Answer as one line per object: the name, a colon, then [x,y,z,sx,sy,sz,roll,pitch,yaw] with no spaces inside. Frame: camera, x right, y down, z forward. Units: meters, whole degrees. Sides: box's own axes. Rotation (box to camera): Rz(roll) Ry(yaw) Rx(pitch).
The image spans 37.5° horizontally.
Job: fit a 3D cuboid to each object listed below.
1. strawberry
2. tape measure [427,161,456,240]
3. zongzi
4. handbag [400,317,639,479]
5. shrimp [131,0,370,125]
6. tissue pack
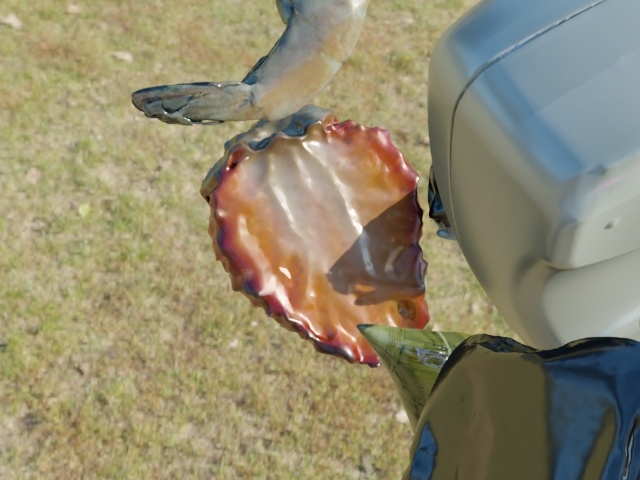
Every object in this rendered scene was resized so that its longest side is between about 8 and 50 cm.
strawberry: [0.000,0.000,1.185,0.265,0.336,0.149,-30,4,-13]
tape measure: [0.227,-0.069,1.150,0.182,0.107,0.181,9,49,38]
zongzi: [0.066,0.115,0.704,0.113,0.104,0.052,8,12,-22]
handbag: [0.088,0.194,0.485,0.075,0.332,0.192,23,-12,-20]
shrimp: [-0.083,-0.143,0.499,0.219,0.152,0.046,21,4,-14]
tissue pack: [0.208,-0.059,0.736,0.230,0.333,0.236,-28,54,-2]
